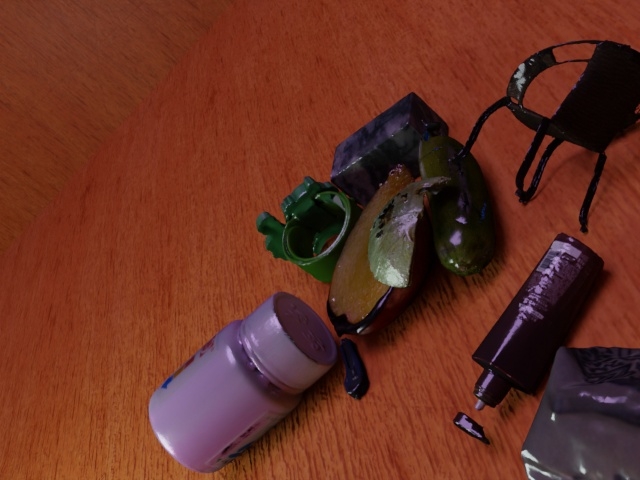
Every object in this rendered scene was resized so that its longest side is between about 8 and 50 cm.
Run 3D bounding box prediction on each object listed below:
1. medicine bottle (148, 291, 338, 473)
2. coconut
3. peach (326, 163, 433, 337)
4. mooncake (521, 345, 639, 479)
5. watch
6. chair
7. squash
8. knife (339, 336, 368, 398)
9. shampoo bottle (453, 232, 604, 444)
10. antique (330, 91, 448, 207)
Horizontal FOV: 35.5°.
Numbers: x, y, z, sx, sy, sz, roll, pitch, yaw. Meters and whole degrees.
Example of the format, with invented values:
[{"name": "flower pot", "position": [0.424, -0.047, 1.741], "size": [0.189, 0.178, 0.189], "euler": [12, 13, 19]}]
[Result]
[{"name": "medicine bottle", "position": [-0.107, 0.197, 1.388], "size": [0.254, 0.152, 0.152], "euler": [-41, 27, 18]}, {"name": "coconut", "position": [0.099, -0.014, 1.263], "size": [0.133, 0.055, 0.158], "euler": [-25, 40, 49]}, {"name": "peach", "position": [0.093, 0.020, 1.383], "size": [0.189, 0.068, 0.279], "euler": [-17, 45, 53]}, {"name": "mooncake", "position": [0.295, 0.152, 0.661], "size": [0.250, 0.254, 0.136], "euler": [-3, 65, 55]}, {"name": "watch", "position": [0.000, 0.000, 1.538], "size": [0.165, 0.131, 0.152], "euler": [-42, 45, 10]}, {"name": "chair", "position": [0.284, -0.135, 1.166], "size": [0.213, 0.174, 0.149], "euler": [-58, 28, 10]}, {"name": "squash", "position": [0.178, -0.067, 1.338], "size": [0.087, 0.087, 0.332], "euler": [-40, 29, 22]}, {"name": "knife", "position": [0.042, 0.168, 1.334], "size": [0.031, 0.018, 0.121], "euler": [-43, 25, 13]}, {"name": "shampoo bottle", "position": [0.219, 0.106, 1.068], "size": [0.236, 0.067, 0.068], "euler": [-55, 15, -7]}, {"name": "antique", "position": [0.101, -0.135, 1.555], "size": [0.183, 0.088, 0.086], "euler": [-33, 30, 34]}]
